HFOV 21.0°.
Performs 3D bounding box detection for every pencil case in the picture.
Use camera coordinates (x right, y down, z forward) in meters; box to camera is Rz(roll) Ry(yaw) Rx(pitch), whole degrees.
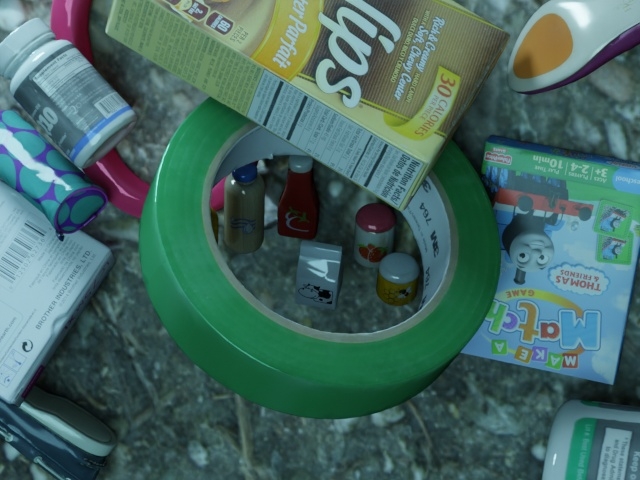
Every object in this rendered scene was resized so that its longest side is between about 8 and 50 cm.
[{"bbox_3d":[-0.283,-0.068,1.721,0.064,0.070,0.152,-41,62,-17],"label":"pencil case"}]

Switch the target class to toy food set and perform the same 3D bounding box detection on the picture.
[{"bbox_3d":[-0.015,-0.016,1.640,0.232,0.111,0.104,10,133,7],"label":"toy food set"}]

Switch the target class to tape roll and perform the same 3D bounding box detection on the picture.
[{"bbox_3d":[0.000,0.000,1.553,0.321,0.321,0.077,37,147,4],"label":"tape roll"}]

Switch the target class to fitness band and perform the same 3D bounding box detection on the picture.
[{"bbox_3d":[-0.156,-0.162,1.693,0.209,0.054,0.291,-5,102,20],"label":"fitness band"}]

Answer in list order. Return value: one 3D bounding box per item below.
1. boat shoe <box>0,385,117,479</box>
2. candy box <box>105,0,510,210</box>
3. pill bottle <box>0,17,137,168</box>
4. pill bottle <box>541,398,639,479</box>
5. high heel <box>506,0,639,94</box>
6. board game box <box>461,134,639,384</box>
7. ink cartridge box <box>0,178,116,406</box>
[{"bbox_3d":[-0.337,0.175,1.815,0.254,0.095,0.079,31,100,-3],"label":"boat shoe"},{"bbox_3d":[-0.010,-0.186,1.558,0.316,0.183,0.087,31,146,4],"label":"candy box"},{"bbox_3d":[-0.248,-0.143,1.658,0.137,0.078,0.078,47,112,2],"label":"pill bottle"},{"bbox_3d":[0.384,0.265,1.568,0.361,0.204,0.204,6,106,15],"label":"pill bottle"},{"bbox_3d":[0.280,-0.200,1.560,0.244,0.117,0.082,-42,56,37],"label":"high heel"},{"bbox_3d":[0.220,0.019,1.637,0.160,0.039,0.211,11,108,13],"label":"board game box"},{"bbox_3d":[-0.387,0.011,1.757,0.311,0.065,0.186,32,79,4],"label":"ink cartridge box"}]
